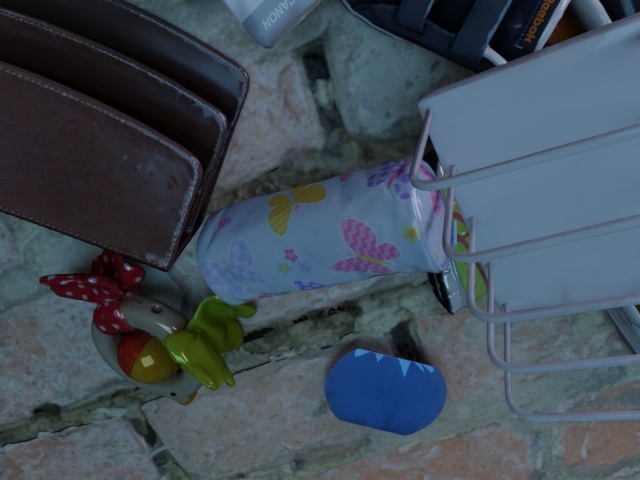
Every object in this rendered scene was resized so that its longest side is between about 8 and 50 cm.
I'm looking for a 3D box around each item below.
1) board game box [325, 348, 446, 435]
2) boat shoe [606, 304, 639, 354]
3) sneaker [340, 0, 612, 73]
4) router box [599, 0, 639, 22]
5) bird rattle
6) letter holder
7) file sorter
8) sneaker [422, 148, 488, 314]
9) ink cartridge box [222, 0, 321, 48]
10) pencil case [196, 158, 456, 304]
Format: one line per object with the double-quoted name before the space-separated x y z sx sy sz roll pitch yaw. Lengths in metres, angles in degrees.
"board game box" 0.091 0.208 0.682 0.168 0.033 0.133 13 116 0
"boat shoe" 0.444 0.098 0.571 0.135 0.156 0.367 -40 106 14
"sneaker" 0.153 -0.231 0.460 0.320 0.127 0.126 22 111 -7
"router box" 0.327 -0.381 0.423 0.242 0.081 0.309 -28 109 11
"bird rattle" -0.221 0.124 0.602 0.253 0.143 0.207 20 126 -5
"letter holder" -0.246 -0.138 0.482 0.301 0.152 0.215 22 108 -8
"file sorter" 0.214 -0.002 0.411 0.192 0.173 0.278 -14 120 29
"sneaker" 0.169 -0.016 0.575 0.094 0.081 0.209 -19 116 -2
"ink cartridge box" -0.024 -0.367 0.400 0.309 0.130 0.272 -39 105 14
"pencil case" 0.000 0.000 0.514 0.272 0.114 0.124 -13 131 28
